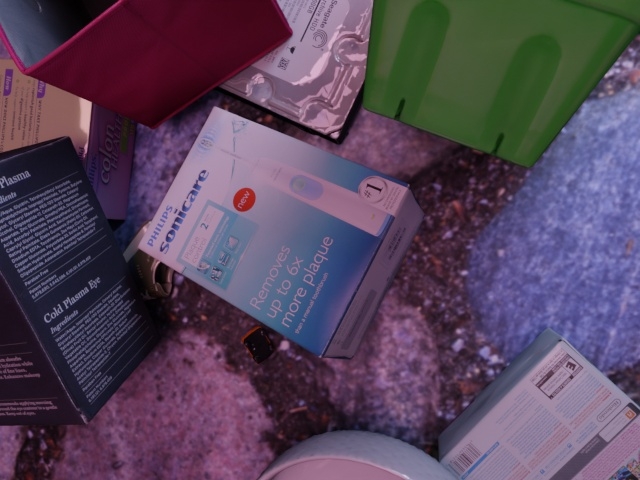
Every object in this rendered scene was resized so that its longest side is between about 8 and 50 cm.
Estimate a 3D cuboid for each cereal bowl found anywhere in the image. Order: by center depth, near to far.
[{"bbox_3d":[0.065,0.394,0.658,0.338,0.141,0.339,4,101,19],"label":"cereal bowl"}]

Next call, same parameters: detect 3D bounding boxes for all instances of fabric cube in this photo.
[{"bbox_3d":[-0.221,-0.327,0.608,0.259,0.258,0.254,-31,83,9],"label":"fabric cube"}]

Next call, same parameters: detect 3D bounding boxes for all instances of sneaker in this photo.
[{"bbox_3d":[-0.271,0.066,0.775,0.086,0.064,0.192,36,96,9],"label":"sneaker"}]

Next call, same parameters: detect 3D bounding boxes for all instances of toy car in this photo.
[{"bbox_3d":[-0.075,0.121,0.764,0.122,0.060,0.040,-52,37,-10],"label":"toy car"}]

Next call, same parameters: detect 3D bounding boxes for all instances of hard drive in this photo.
[{"bbox_3d":[-0.072,-0.313,0.743,0.338,0.064,0.237,27,95,8],"label":"hard drive"}]

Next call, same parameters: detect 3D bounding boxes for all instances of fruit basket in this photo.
[{"bbox_3d":[0.188,-0.291,0.542,0.282,0.392,0.392,23,94,10],"label":"fruit basket"}]

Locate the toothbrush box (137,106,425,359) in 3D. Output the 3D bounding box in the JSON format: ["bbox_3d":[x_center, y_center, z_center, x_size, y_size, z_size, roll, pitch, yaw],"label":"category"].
[{"bbox_3d":[-0.050,-0.013,0.660,0.295,0.126,0.216,27,87,25],"label":"toothbrush box"}]

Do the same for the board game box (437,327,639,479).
[{"bbox_3d":[0.338,0.300,0.650,0.303,0.097,0.224,44,98,9],"label":"board game box"}]

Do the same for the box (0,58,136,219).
[{"bbox_3d":[-0.422,-0.150,0.777,0.242,0.117,0.214,6,91,11],"label":"box"}]

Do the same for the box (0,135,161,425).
[{"bbox_3d":[-0.445,0.064,0.670,0.343,0.179,0.313,-7,114,19],"label":"box"}]
